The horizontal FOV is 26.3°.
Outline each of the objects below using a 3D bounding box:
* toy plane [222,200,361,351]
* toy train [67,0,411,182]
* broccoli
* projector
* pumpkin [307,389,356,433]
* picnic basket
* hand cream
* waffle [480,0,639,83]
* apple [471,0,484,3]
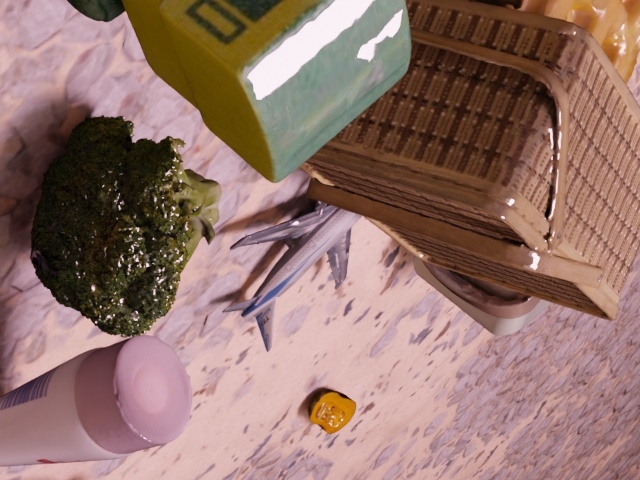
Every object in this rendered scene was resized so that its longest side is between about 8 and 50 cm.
[{"bbox_3d":[-0.003,-0.001,1.292,0.226,0.058,0.226,-54,153,6],"label":"toy plane"},{"bbox_3d":[0.024,-0.228,0.800,0.369,0.237,0.150,-42,152,-14],"label":"toy train"},{"bbox_3d":[-0.137,-0.012,0.963,0.138,0.146,0.162,-24,149,-35],"label":"broccoli"},{"bbox_3d":[0.220,-0.027,1.488,0.242,0.163,0.177,-32,149,-35],"label":"projector"},{"bbox_3d":[0.009,0.197,1.627,0.050,0.028,0.083,-49,146,-2],"label":"pumpkin"},{"bbox_3d":[0.134,-0.064,1.151,0.313,0.228,0.175,34,77,-57],"label":"picnic basket"},{"bbox_3d":[-0.216,0.142,1.052,0.248,0.083,0.133,-21,169,36],"label":"hand cream"},{"bbox_3d":[0.226,-0.291,1.111,0.348,0.077,0.304,33,85,-55],"label":"waffle"},{"bbox_3d":[0.172,-0.223,1.226,0.071,0.084,0.084,-41,154,-16],"label":"apple"}]
